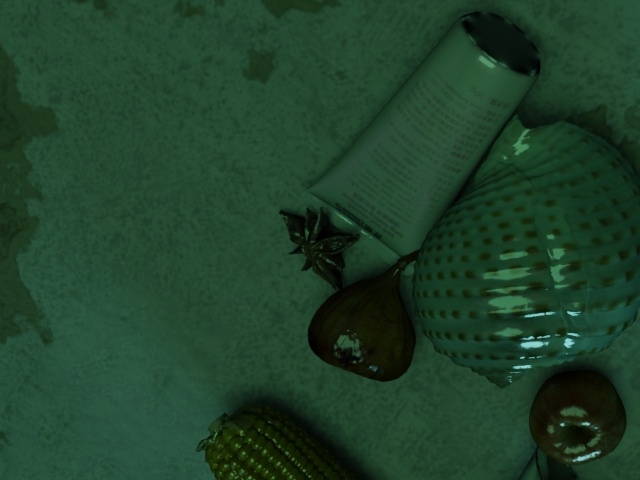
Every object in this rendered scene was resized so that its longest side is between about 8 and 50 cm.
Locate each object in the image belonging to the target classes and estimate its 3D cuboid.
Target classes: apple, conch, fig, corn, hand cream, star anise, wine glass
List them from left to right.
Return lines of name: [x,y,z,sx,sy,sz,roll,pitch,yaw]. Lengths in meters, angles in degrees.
star anise: [-0.009,-0.003,1.451,0.129,0.056,0.124,35,137,19]
corn: [-0.002,0.378,1.528,0.387,0.144,0.144,37,113,-1]
fig: [0.071,0.087,1.425,0.146,0.134,0.201,12,104,-32]
hand cream: [0.135,-0.123,1.353,0.185,0.118,0.359,35,124,-2]
wine glass: [0.256,0.362,1.460,0.183,0.122,0.122,-32,96,26]
conch: [0.266,0.032,1.281,0.303,0.215,0.319,3,122,-2]
apple: [0.337,0.231,1.399,0.126,0.102,0.126,4,112,10]
